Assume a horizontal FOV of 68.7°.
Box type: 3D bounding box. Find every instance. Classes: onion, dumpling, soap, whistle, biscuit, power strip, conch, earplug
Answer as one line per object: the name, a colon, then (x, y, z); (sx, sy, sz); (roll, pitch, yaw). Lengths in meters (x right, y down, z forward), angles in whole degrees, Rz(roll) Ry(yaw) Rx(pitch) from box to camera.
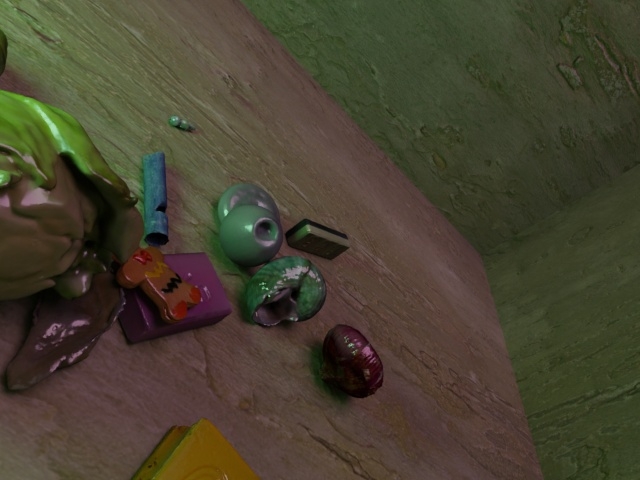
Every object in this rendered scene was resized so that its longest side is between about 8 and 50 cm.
onion: (0.071, 0.358, 1.357); (0.164, 0.230, 0.229); (-18, 70, -23)
dumpling: (-0.457, 0.136, 0.892); (0.166, 0.086, 0.332); (5, 47, -14)
soap: (-0.251, 0.486, 0.802); (0.204, 0.096, 0.324); (51, 28, -7)
whistle: (-0.436, -0.123, 1.234); (0.062, 0.062, 0.304); (24, 40, -43)
soap: (-0.342, 0.122, 1.083); (0.259, 0.081, 0.181); (-1, 59, -57)
biscuit: (-0.357, 0.061, 0.975); (0.250, 0.036, 0.165); (47, 16, -9)
power strip: (0.000, 0.000, 1.706); (0.257, 0.105, 0.069); (18, 46, -47)
conch: (-0.089, 0.151, 1.349); (0.196, 0.220, 0.277); (24, -5, 18)
earplug: (-0.199, -0.055, 1.396); (0.214, 0.175, 0.325); (33, 23, -26)
whistle: (-0.450, -0.380, 1.525); (0.100, 0.035, 0.035); (15, 47, -52)

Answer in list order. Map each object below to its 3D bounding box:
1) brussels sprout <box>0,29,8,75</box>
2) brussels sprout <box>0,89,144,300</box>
brussels sprout: (-0.746, -0.387, 0.919); (0.244, 0.244, 0.244); (37, 33, -29)
brussels sprout: (-0.540, -0.088, 0.744); (0.426, 0.342, 0.361); (10, 38, -53)
